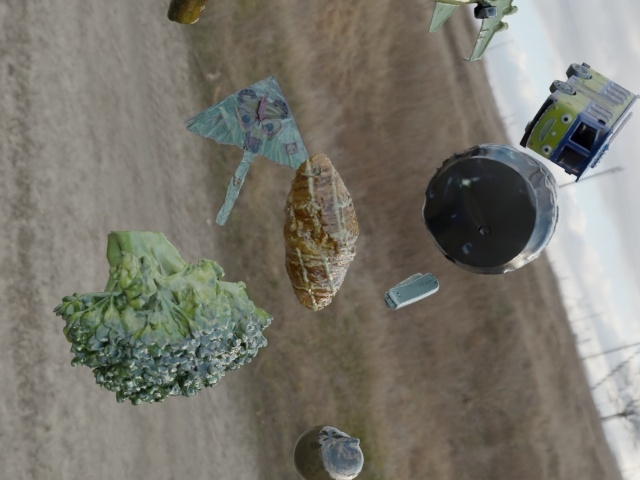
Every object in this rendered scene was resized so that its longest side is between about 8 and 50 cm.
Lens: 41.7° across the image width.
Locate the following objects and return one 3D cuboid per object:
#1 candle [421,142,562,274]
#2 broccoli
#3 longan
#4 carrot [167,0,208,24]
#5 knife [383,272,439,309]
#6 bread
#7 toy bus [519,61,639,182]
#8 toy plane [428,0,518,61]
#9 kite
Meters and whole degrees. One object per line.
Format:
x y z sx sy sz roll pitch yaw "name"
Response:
0.317 -0.060 1.487 0.342 0.221 0.221 -14 85 -68 "candle"
-0.194 0.081 1.087 0.288 0.247 0.246 86 -11 -76 "broccoli"
0.013 0.330 1.286 0.092 0.113 0.113 -82 150 -56 "longan"
-0.278 -0.537 1.829 0.173 0.082 0.082 128 -43 -53 "carrot"
0.153 0.082 1.411 0.162 0.023 0.044 -15 68 -56 "knife"
0.000 0.000 1.150 0.076 0.104 0.233 -84 176 -67 "bread"
0.552 -0.257 1.785 0.175 0.138 0.287 35 38 12 "toy bus"
0.280 -0.413 1.366 0.092 0.244 0.229 -134 -147 -64 "toy plane"
-0.109 -0.139 1.313 0.012 0.229 0.250 12 -98 67 "kite"
